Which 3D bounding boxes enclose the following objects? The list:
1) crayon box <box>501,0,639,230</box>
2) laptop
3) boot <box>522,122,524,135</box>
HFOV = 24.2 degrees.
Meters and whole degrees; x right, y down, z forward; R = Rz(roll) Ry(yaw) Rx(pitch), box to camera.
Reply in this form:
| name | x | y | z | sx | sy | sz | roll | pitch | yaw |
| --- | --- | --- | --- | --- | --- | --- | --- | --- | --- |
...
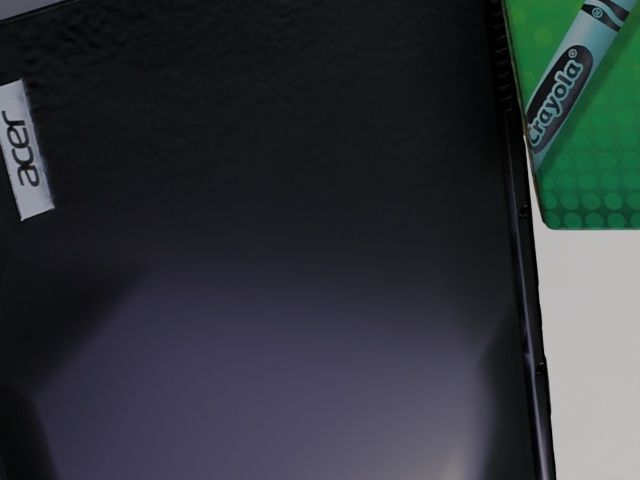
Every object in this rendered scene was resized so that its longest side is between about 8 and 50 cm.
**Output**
| name | x | y | z | sx | sy | sz | roll | pitch | yaw |
| --- | --- | --- | --- | --- | --- | --- | --- | --- | --- |
| crayon box | 0.139 | -0.134 | 0.461 | 0.081 | 0.165 | 0.278 | 0 | -155 | 31 |
| laptop | 0.000 | 0.000 | 0.470 | 0.136 | 0.234 | 0.264 | -5 | -154 | 7 |
| boot | 0.095 | -0.128 | 0.898 | 0.305 | 0.112 | 0.115 | -46 | -171 | -14 |
